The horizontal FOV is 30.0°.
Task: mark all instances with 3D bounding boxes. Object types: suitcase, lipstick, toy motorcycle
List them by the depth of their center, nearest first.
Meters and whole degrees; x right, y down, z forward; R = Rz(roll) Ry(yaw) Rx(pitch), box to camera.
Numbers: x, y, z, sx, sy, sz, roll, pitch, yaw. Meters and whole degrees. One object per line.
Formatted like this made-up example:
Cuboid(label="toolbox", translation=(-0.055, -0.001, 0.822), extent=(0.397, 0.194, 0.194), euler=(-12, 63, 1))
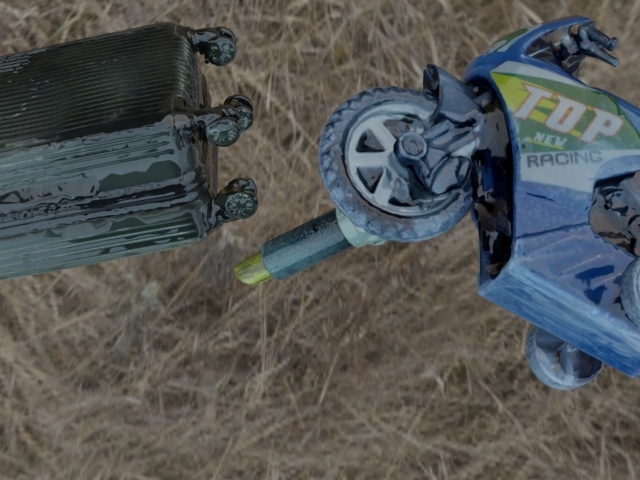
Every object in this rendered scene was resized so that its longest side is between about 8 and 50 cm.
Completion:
Cuboid(label="toy motorcycle", translation=(0.128, -0.013, 0.500), extent=(0.254, 0.092, 0.135), euler=(29, 64, -3))
Cuboid(label="lipstick", translation=(0.000, 0.000, 0.688), extent=(0.116, 0.037, 0.037), euler=(-27, 108, 28))
Cuboid(label="suitcase", translation=(-0.211, -0.070, 0.978), extent=(0.312, 0.202, 0.128), euler=(-11, 125, 1))
